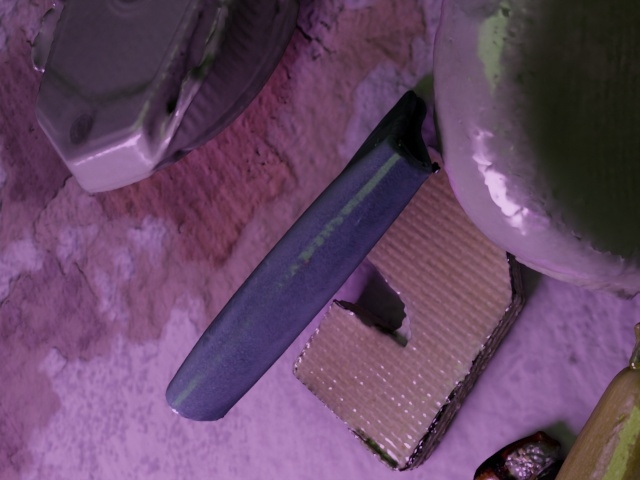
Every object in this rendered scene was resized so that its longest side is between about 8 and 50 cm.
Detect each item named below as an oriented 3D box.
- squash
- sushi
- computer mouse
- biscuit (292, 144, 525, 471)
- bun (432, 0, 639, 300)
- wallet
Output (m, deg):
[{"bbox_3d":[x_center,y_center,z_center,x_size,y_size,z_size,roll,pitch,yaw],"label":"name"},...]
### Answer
[{"bbox_3d":[0.218,0.158,0.758,0.094,0.094,0.224,22,93,31],"label":"squash"},{"bbox_3d":[0.160,0.187,0.825,0.083,0.044,0.046,-41,45,21],"label":"sushi"},{"bbox_3d":[-0.120,-0.235,0.964,0.228,0.145,0.428,16,83,39],"label":"computer mouse"},{"bbox_3d":[0.084,0.058,0.869,0.147,0.046,0.250,37,106,30],"label":"biscuit"},{"bbox_3d":[0.187,-0.112,0.718,0.187,0.293,0.293,-165,84,-66],"label":"bun"},{"bbox_3d":[0.001,0.001,0.802,0.054,0.290,0.251,39,107,-1],"label":"wallet"}]
